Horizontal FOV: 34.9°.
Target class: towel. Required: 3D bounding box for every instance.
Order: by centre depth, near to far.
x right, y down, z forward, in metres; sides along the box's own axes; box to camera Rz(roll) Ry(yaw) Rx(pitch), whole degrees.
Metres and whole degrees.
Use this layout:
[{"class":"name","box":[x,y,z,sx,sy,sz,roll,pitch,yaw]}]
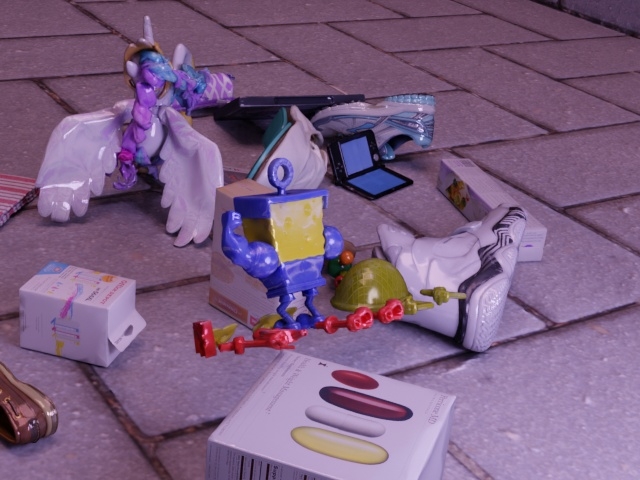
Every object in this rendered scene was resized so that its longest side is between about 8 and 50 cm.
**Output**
[{"class":"towel","box":[-0.564,-0.070,1.700,0.144,0.029,0.197,9,23,6]}]

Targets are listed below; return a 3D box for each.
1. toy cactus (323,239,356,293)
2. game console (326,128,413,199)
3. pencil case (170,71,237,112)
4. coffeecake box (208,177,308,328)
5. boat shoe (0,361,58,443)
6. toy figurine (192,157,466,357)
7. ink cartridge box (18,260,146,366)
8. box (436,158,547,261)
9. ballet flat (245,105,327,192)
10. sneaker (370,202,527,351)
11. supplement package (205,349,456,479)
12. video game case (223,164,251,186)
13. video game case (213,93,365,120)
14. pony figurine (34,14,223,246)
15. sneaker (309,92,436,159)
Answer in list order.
[{"class":"toy cactus","box":[-0.007,0.026,1.581,0.219,0.112,0.180,22,11,34]},{"class":"game console","box":[0.097,-0.148,1.959,0.085,0.124,0.144,-7,11,42]},{"class":"pencil case","box":[-0.283,-0.312,2.210,0.206,0.086,0.088,-15,60,-35]},{"class":"coffeecake box","box":[-0.082,0.027,1.427,0.142,0.185,0.068,27,32,35]},{"class":"boat shoe","box":[-0.384,0.181,1.177,0.178,0.064,0.060,24,29,27]},{"class":"toy figurine","box":[0.000,0.000,1.247,0.363,0.217,0.191,-12,2,-43]},{"class":"ink cartridge box","box":[-0.309,0.097,1.338,0.143,0.090,0.092,11,26,10]},{"class":"box","box":[0.303,-0.062,1.847,0.067,0.063,0.324,-3,27,-18]},{"class":"ballet flat","box":[-0.045,-0.148,1.833,0.139,0.139,0.400,7,20,1]},{"class":"sneaker","box":[0.192,0.024,1.555,0.210,0.137,0.366,15,30,11]},{"class":"supplement package","box":[0.012,0.240,1.052,0.203,0.149,0.194,13,26,16]},{"class":"video game case","box":[-0.114,-0.083,1.798,0.183,0.023,0.201,7,24,-25]},{"class":"video game case","box":[-0.069,-0.281,2.158,0.274,0.026,0.196,-5,0,-22]},{"class":"pony figurine","box":[-0.296,-0.189,1.716,0.303,0.351,0.363,9,7,-4]},{"class":"sneaker","box":[0.100,-0.223,2.084,0.283,0.122,0.110,-6,-4,28]}]
